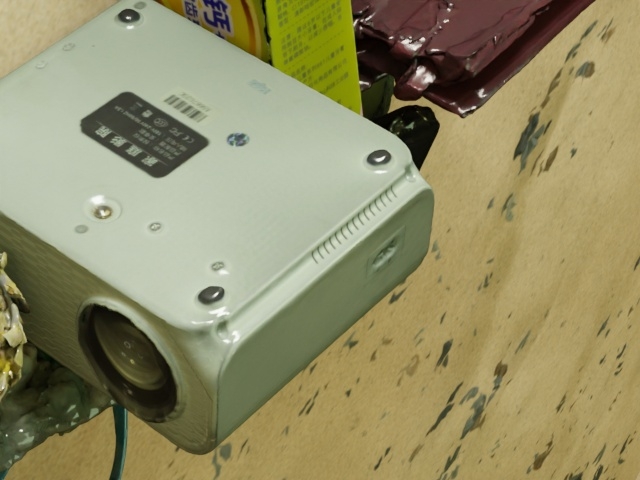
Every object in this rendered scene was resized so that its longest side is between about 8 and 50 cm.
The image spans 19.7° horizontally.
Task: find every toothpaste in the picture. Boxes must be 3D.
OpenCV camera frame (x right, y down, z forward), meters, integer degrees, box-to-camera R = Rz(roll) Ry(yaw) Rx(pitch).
[{"bbox_3d":[-0.037,-0.089,1.183,0.077,0.110,0.327,-38,137,-34],"label":"toothpaste"}]

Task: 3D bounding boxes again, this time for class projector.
[{"bbox_3d":[-0.091,-0.020,1.064,0.198,0.250,0.108,-39,150,-34],"label":"projector"}]

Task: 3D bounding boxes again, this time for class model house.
[{"bbox_3d":[0.022,-0.111,1.415,0.083,0.066,0.079,43,68,-83],"label":"model house"}]

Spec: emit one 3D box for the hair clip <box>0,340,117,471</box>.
[{"bbox_3d":[-0.241,0.114,1.113,0.321,0.138,0.091,-38,119,-35],"label":"hair clip"}]

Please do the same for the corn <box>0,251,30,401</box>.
[{"bbox_3d":[-0.294,0.090,0.949,0.318,0.115,0.115,-24,141,-28],"label":"corn"}]

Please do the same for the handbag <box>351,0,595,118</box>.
[{"bbox_3d":[0.071,-0.179,1.240,0.216,0.203,0.074,-45,147,-33],"label":"handbag"}]

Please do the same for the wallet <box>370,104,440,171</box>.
[{"bbox_3d":[0.000,0.000,1.407,0.149,0.044,0.250,-26,153,-36],"label":"wallet"}]

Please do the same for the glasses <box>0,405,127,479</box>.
[{"bbox_3d":[-0.219,0.187,1.323,0.189,0.088,0.221,34,68,-65],"label":"glasses"}]
